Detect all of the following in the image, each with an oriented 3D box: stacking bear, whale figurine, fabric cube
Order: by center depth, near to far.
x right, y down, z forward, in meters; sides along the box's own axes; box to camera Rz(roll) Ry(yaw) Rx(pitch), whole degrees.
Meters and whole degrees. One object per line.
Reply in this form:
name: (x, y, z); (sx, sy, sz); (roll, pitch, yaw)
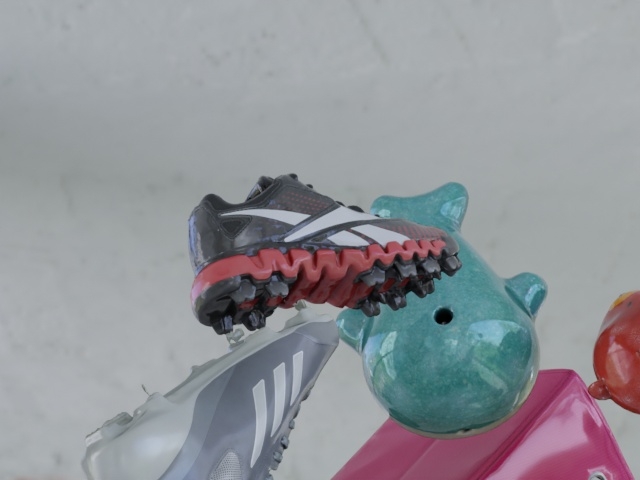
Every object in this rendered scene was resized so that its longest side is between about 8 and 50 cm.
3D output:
stacking bear: (0.378, 0.099, 1.685); (0.289, 0.164, 0.175); (-6, -22, -38)
whale figurine: (0.117, 0.056, 1.731); (0.216, 0.272, 0.141); (-10, -26, 4)
fabric cube: (0.185, 0.326, 2.004); (0.259, 0.258, 0.254); (-12, -68, 47)

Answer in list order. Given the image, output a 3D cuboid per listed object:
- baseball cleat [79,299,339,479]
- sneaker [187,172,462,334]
baseball cleat: (-0.043, 0.109, 0.919); (0.072, 0.109, 0.206); (-30, -1, 40)
sneaker: (0.000, 0.000, 1.567); (0.276, 0.135, 0.098); (-5, -29, -30)
